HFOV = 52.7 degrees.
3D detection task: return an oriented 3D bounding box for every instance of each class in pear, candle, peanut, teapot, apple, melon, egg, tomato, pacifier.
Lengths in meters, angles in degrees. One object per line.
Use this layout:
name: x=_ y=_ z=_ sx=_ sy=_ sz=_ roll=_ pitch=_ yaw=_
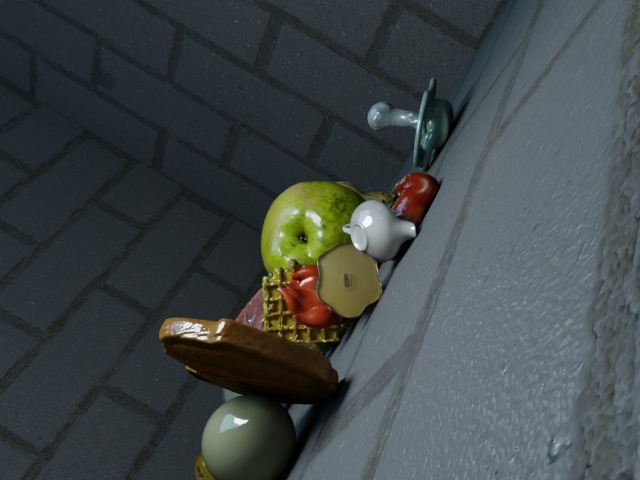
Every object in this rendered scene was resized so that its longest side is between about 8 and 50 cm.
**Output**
pear: x=0.000 y=0.000 z=1.865 sx=0.391 sy=0.391 sz=0.391 roll=-59 pitch=0 yaw=0
candle: x=-0.199 y=0.276 z=1.979 sx=0.287 sy=0.131 sz=0.317 roll=-21 pitch=41 yaw=56
peanut: x=0.111 y=-0.113 z=2.120 sx=0.147 sy=0.305 sz=0.147 roll=-164 pitch=90 yaw=-74
teapot: x=0.116 y=-0.020 z=1.473 sx=0.226 sy=0.092 sz=0.145 roll=16 pitch=116 yaw=57
apple: x=-0.284 y=0.657 z=1.860 sx=0.155 sy=0.182 sz=0.182 roll=-17 pitch=-30 yaw=-39
melon: x=-0.049 y=0.184 z=1.755 sx=0.053 sy=0.262 sz=0.114 roll=-40 pitch=4 yaw=12
egg: x=-0.145 y=0.409 z=1.315 sx=0.241 sy=0.186 sz=0.186 roll=-44 pitch=12 yaw=51
tomato: x=0.194 y=-0.074 z=1.569 sx=0.228 sy=0.101 sz=0.228 roll=-57 pitch=2 yaw=4
pacifier: x=0.282 y=-0.368 z=2.054 sx=0.343 sy=0.269 sz=0.288 roll=-53 pitch=-31 yaw=-58

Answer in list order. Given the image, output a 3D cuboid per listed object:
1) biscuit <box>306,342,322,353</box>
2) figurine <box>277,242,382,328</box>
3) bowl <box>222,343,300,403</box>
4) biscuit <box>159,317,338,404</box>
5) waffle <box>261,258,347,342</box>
biscuit: x=0.027 y=0.260 z=1.887 sx=0.170 sy=0.050 sz=0.170 roll=-53 pitch=6 yaw=8
figurine: x=0.023 y=0.120 z=1.520 sx=0.208 sy=0.181 sz=0.257 roll=-40 pitch=-7 yaw=-21
bowl: x=-0.153 y=0.412 z=2.061 sx=0.337 sy=0.157 sz=0.337 roll=-40 pitch=29 yaw=28
biscuit: x=-0.135 y=0.253 z=1.284 sx=0.455 sy=0.349 sz=0.078 roll=82 pitch=-162 yaw=-65
waffle: x=-0.040 y=0.155 z=1.675 sx=0.057 sy=0.229 sz=0.219 roll=133 pitch=134 yaw=-87
